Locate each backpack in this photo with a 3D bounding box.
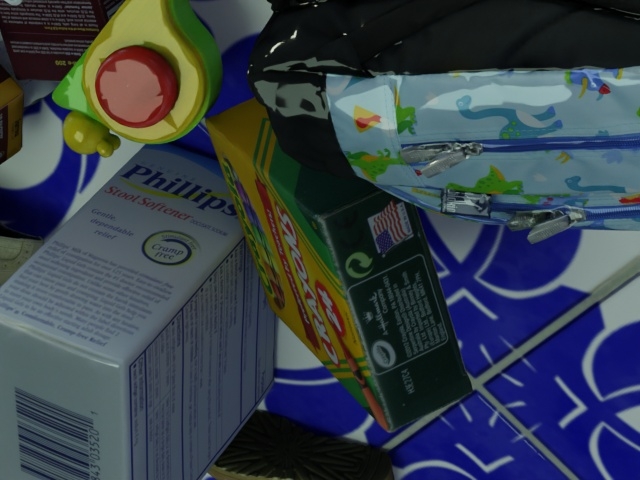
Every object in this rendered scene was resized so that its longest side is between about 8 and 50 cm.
[{"bbox_3d":[0.177,-0.140,1.182,0.355,0.290,0.273,-9,126,32],"label":"backpack"}]

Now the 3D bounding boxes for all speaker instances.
[{"bbox_3d":[-0.303,-0.194,1.606,0.055,0.055,0.136,-13,115,41],"label":"speaker"}]

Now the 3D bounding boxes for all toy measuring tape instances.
[{"bbox_3d":[-0.102,-0.182,1.410,0.121,0.121,0.330,43,114,-1],"label":"toy measuring tape"}]

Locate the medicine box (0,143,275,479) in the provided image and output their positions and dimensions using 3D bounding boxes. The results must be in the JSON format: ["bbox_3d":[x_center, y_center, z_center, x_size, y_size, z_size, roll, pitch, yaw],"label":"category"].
[{"bbox_3d":[-0.165,0.100,1.572,0.149,0.289,0.264,20,132,18],"label":"medicine box"}]

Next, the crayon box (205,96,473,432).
[{"bbox_3d":[0.000,0.000,1.412,0.318,0.081,0.202,42,154,61],"label":"crayon box"}]

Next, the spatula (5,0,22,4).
[{"bbox_3d":[-0.351,-0.268,1.459,0.242,0.019,0.168,34,130,-16],"label":"spatula"}]

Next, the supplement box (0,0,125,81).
[{"bbox_3d":[-0.235,-0.258,1.495,0.130,0.073,0.239,7,126,29],"label":"supplement box"}]

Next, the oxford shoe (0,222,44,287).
[{"bbox_3d":[-0.448,-0.043,1.803,0.397,0.140,0.147,33,105,16],"label":"oxford shoe"}]

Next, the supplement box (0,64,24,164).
[{"bbox_3d":[-0.412,-0.128,1.590,0.194,0.191,0.129,47,158,9],"label":"supplement box"}]

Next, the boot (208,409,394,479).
[{"bbox_3d":[-0.018,0.321,1.793,0.236,0.089,0.270,15,132,25],"label":"boot"}]
